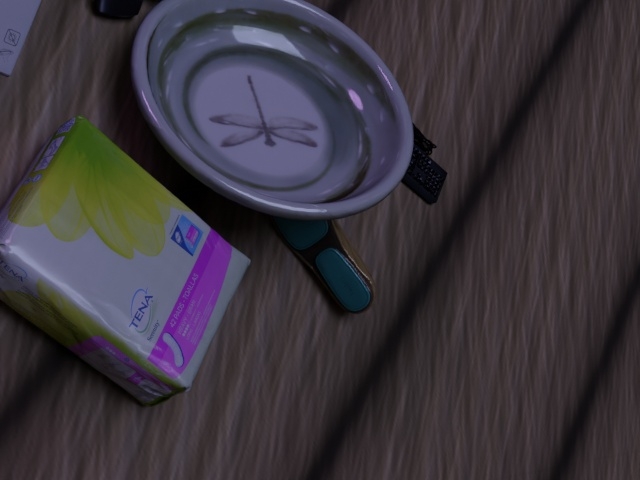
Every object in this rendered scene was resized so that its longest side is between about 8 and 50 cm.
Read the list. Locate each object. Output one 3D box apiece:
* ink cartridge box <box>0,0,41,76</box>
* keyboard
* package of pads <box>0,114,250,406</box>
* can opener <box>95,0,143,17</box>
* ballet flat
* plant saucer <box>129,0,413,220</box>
[{"bbox_3d":[-0.378,-0.374,1.485,0.165,0.065,0.333,22,93,-34],"label":"ink cartridge box"},{"bbox_3d":[0.132,-0.149,1.989,0.192,0.038,0.100,39,51,-25],"label":"keyboard"},{"bbox_3d":[-0.247,0.032,1.527,0.296,0.101,0.229,41,49,-21],"label":"package of pads"},{"bbox_3d":[-0.234,-0.346,1.733,0.059,0.073,0.186,38,33,29],"label":"can opener"},{"bbox_3d":[0.000,0.000,1.798,0.232,0.080,0.073,58,18,-11],"label":"ballet flat"},{"bbox_3d":[-0.073,-0.171,1.721,0.400,0.100,0.401,15,50,-19],"label":"plant saucer"}]
